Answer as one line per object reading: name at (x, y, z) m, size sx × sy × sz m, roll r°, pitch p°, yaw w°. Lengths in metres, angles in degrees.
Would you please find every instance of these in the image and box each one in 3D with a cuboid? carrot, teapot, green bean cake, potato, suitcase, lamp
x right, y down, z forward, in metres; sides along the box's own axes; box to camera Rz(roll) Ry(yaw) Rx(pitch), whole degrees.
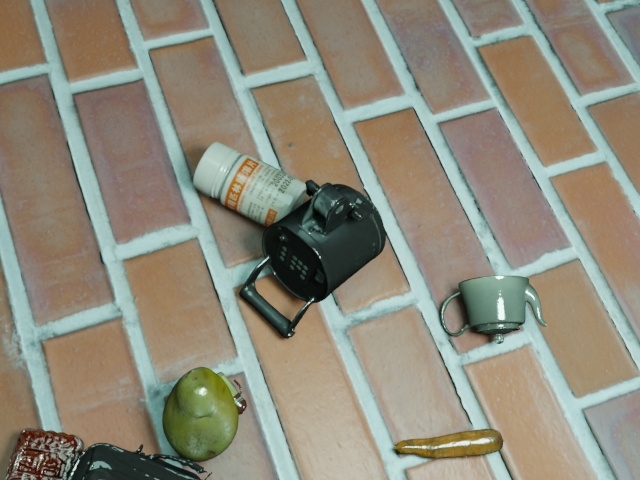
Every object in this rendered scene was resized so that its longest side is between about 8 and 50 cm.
carrot at (0.282, 0.449, 1.629) m, size 0.248 × 0.059 × 0.059 m, roll -4°, pitch 67°, yaw -5°
teapot at (0.399, 0.168, 1.729) m, size 0.240 × 0.162 × 0.148 m, roll -7°, pitch 77°, yaw 17°
green bean cake at (-0.565, 0.459, 1.520) m, size 0.135 × 0.056 × 0.135 m, roll 10°, pitch 65°, yaw -4°
potato at (-0.252, 0.353, 1.536) m, size 0.157 × 0.193 × 0.157 m, roll 0°, pitch 35°, yaw 0°
suitcase at (-0.352, 0.581, 1.436) m, size 0.345 × 0.188 × 0.339 m, roll 20°, pitch 60°, yaw 4°
lamp at (0.012, 0.008, 1.704) m, size 0.205 × 0.374 × 0.272 m, roll 42°, pitch 36°, yaw 19°

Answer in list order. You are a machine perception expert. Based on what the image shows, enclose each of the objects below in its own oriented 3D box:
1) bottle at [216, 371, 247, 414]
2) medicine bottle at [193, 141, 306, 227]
bottle at (-0.203, 0.340, 1.626) m, size 0.101 × 0.047 × 0.063 m, roll 46°, pitch 112°, yaw 9°
medicine bottle at (-0.169, -0.129, 1.785) m, size 0.252 × 0.144 × 0.144 m, roll 29°, pitch 66°, yaw 8°
